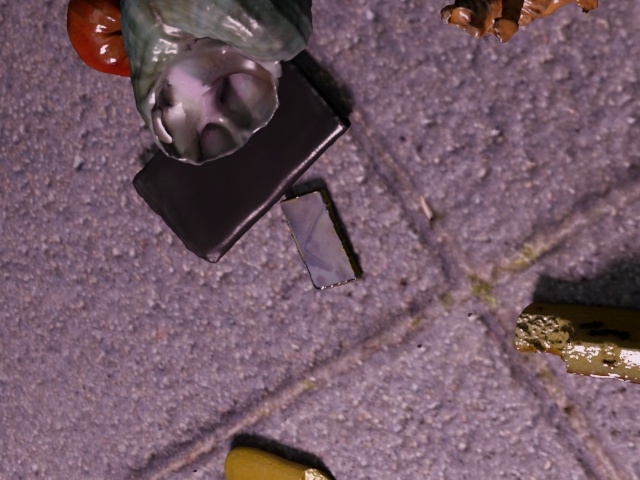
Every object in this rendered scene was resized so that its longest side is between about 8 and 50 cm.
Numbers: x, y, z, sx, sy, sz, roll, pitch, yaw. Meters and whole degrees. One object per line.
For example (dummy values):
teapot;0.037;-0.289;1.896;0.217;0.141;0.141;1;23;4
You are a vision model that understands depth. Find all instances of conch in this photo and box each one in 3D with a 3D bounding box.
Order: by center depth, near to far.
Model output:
conch;-0.100;-0.220;1.307;0.220;0.195;0.277;42;88;-24

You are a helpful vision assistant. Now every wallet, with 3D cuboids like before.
wallet;-0.096;-0.099;1.456;0.146;0.030;0.285;48;126;2

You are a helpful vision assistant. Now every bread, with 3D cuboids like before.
bread;0.301;0.104;1.281;0.226;0.088;0.049;5;115;27

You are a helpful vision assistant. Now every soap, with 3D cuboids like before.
soap;-0.047;0.307;1.605;0.168;0.033;0.089;7;117;26

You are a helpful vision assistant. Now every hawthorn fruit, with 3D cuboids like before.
hawthorn fruit;-0.229;-0.242;1.413;0.140;0.125;0.125;10;116;21

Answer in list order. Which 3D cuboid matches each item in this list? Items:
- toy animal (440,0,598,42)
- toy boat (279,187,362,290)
toy animal;0.206;-0.295;1.167;0.116;0.114;0.255;-125;43;-55
toy boat;0.000;0.000;1.452;0.063;0.016;0.115;-15;102;34
